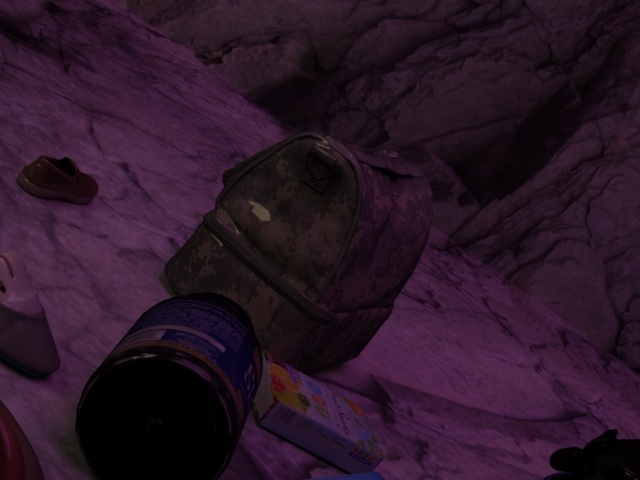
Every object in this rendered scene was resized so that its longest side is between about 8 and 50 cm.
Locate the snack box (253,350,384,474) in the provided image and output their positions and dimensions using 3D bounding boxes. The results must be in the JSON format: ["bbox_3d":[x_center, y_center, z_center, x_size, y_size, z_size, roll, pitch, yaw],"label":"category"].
[{"bbox_3d":[-0.007,0.182,1.147,0.141,0.037,0.100,33,15,-23],"label":"snack box"}]

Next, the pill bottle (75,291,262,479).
[{"bbox_3d":[-0.113,0.115,0.901,0.123,0.123,0.219,37,13,-4],"label":"pill bottle"}]

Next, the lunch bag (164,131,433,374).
[{"bbox_3d":[0.000,0.000,1.310,0.212,0.256,0.305,43,13,18],"label":"lunch bag"}]

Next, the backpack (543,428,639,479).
[{"bbox_3d":[0.218,0.276,0.636,0.263,0.213,0.276,24,16,12],"label":"backpack"}]

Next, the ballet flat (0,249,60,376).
[{"bbox_3d":[-0.282,0.021,0.890,0.213,0.068,0.072,41,13,9],"label":"ballet flat"}]

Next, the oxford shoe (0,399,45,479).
[{"bbox_3d":[-0.295,0.071,0.658,0.348,0.123,0.130,42,-13,22],"label":"oxford shoe"}]

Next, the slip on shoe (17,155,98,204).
[{"bbox_3d":[-0.291,-0.074,1.252,0.051,0.041,0.135,43,13,19],"label":"slip on shoe"}]

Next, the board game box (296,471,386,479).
[{"bbox_3d":[0.046,0.305,0.760,0.302,0.086,0.308,45,14,28],"label":"board game box"}]
